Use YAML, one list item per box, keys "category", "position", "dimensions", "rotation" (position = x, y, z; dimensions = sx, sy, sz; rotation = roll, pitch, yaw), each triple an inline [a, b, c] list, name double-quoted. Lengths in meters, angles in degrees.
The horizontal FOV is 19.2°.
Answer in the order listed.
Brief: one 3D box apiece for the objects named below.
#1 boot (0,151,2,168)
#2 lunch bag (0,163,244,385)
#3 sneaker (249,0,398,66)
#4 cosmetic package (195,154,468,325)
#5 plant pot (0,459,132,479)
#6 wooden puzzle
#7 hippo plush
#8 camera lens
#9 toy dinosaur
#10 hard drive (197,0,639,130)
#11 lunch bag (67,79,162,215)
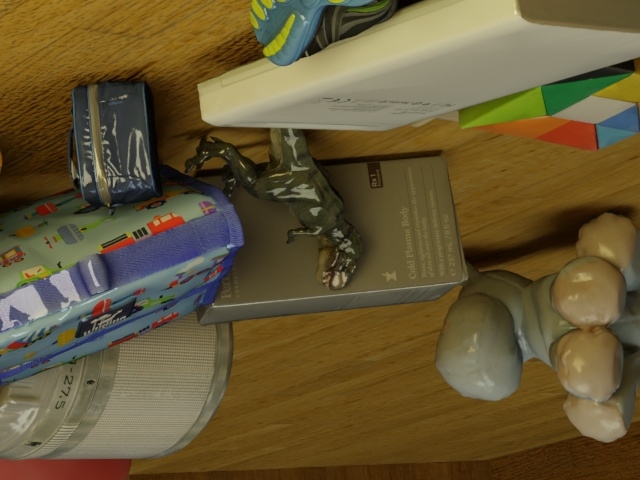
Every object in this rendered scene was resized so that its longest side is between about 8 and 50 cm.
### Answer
- category: "boot"
  position: [-0.395, -0.011, 1.492]
  dimensions: [0.211, 0.104, 0.295]
  rotation: [4, 158, -40]
- category: "lunch bag"
  position: [-0.186, 0.023, 1.479]
  dimensions: [0.221, 0.138, 0.293]
  rotation: [-21, -179, -12]
- category: "sneaker"
  position: [0.020, -0.170, 1.196]
  dimensions: [0.078, 0.067, 0.188]
  rotation: [-25, 175, -31]
- category: "cosmetic package"
  position: [0.000, 0.000, 1.728]
  dimensions: [0.238, 0.127, 0.107]
  rotation: [-7, 169, -15]
- category: "plant pot"
  position: [-0.360, 0.189, 2.060]
  dimensions: [0.274, 0.275, 0.243]
  rotation: [-9, 156, 5]
- category: "wooden puzzle"
  position: [0.224, -0.121, 1.536]
  dimensions: [0.238, 0.044, 0.221]
  rotation: [1, 163, -35]
- category: "hippo plush"
  position: [0.250, 0.071, 2.134]
  dimensions: [0.236, 0.234, 0.294]
  rotation: [5, -144, 25]
- category: "camera lens"
  position: [-0.236, 0.096, 1.782]
  dimensions: [0.219, 0.219, 0.274]
  rotation: [-20, 162, 40]
- category: "toy dinosaur"
  position: [-0.041, -0.055, 1.585]
  dimensions: [0.118, 0.064, 0.268]
  rotation: [9, 151, 22]
- category: "hard drive"
  position: [0.088, -0.128, 1.342]
  dimensions: [0.203, 0.040, 0.307]
  rotation: [-2, 171, -44]
- category: "lunch bag"
  position: [-0.156, -0.068, 1.408]
  dimensions: [0.065, 0.098, 0.067]
  rotation: [-6, 172, 1]
